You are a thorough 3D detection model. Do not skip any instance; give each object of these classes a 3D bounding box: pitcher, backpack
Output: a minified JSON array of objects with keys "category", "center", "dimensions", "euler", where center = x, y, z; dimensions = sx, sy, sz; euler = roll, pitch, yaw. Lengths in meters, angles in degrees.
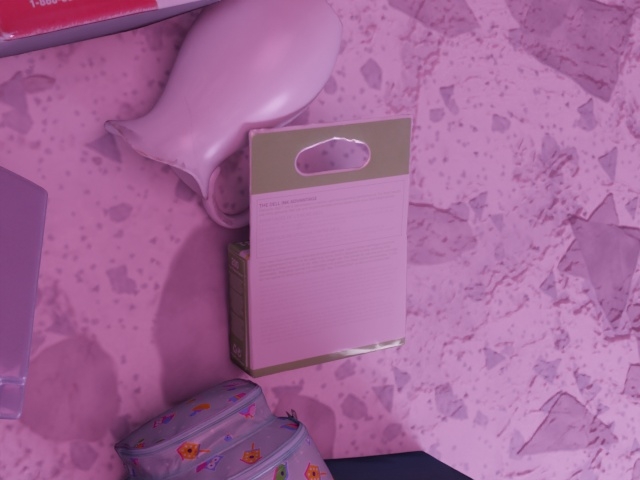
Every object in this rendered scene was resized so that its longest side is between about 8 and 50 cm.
[{"category":"pitcher","center":[-0.064,-0.124,0.987],"dimensions":[0.207,0.125,0.178],"euler":[-49,133,-5]},{"category":"backpack","center":[-0.082,0.205,0.944],"dimensions":[0.166,0.188,0.144],"euler":[-26,104,-23]}]

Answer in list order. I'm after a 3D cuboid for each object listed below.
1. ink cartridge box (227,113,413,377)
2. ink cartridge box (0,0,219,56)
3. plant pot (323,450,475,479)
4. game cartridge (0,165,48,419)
[{"category":"ink cartridge box","center":[0.000,0.000,1.024],"dimensions":[0.171,0.056,0.235],"euler":[-9,109,-26]},{"category":"ink cartridge box","center":[-0.230,-0.340,0.807],"dimensions":[0.279,0.160,0.384],"euler":[-27,105,-48]},{"category":"plant pot","center":[0.089,0.307,1.012],"dimensions":[0.166,0.234,0.165],"euler":[1,93,-27]},{"category":"game cartridge","center":[-0.341,0.012,0.742],"dimensions":[0.294,0.060,0.196],"euler":[10,77,-22]}]
